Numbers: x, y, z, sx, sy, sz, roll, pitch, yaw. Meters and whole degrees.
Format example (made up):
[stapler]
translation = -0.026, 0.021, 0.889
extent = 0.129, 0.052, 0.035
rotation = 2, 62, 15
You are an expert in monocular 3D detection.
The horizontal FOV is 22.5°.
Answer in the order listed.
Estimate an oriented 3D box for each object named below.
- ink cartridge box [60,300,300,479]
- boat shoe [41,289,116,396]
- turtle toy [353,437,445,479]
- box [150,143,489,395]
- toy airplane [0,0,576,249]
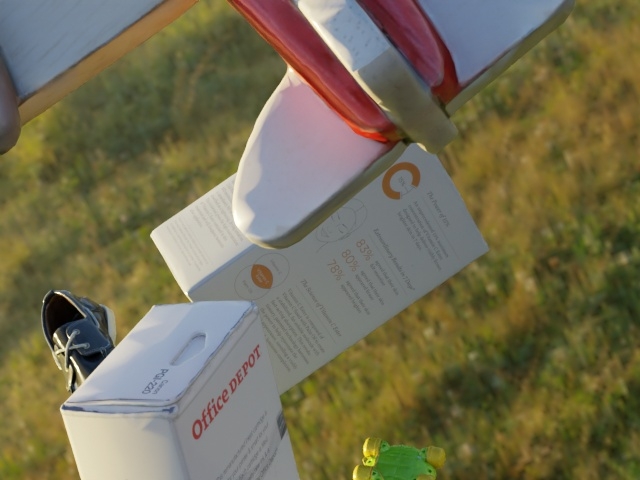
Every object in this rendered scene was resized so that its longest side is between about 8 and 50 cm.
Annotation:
[ink cartridge box]
translation = -0.088, 0.172, 1.149
extent = 0.092, 0.217, 0.158
rotation = -1, 25, 22
[boat shoe]
translation = -0.270, 0.132, 1.810
extent = 0.084, 0.079, 0.233
rotation = -45, 31, 10
[turtle toy]
translation = 0.085, 0.278, 1.804
extent = 0.095, 0.066, 0.130
rotation = 7, 34, 14
[box]
translation = 0.000, 0.000, 2.024
extent = 0.345, 0.215, 0.168
rotation = -34, 35, -2
[toy airplane]
translation = -0.065, -0.191, 0.750
extent = 0.384, 0.272, 0.386
rotation = 2, 66, 30
